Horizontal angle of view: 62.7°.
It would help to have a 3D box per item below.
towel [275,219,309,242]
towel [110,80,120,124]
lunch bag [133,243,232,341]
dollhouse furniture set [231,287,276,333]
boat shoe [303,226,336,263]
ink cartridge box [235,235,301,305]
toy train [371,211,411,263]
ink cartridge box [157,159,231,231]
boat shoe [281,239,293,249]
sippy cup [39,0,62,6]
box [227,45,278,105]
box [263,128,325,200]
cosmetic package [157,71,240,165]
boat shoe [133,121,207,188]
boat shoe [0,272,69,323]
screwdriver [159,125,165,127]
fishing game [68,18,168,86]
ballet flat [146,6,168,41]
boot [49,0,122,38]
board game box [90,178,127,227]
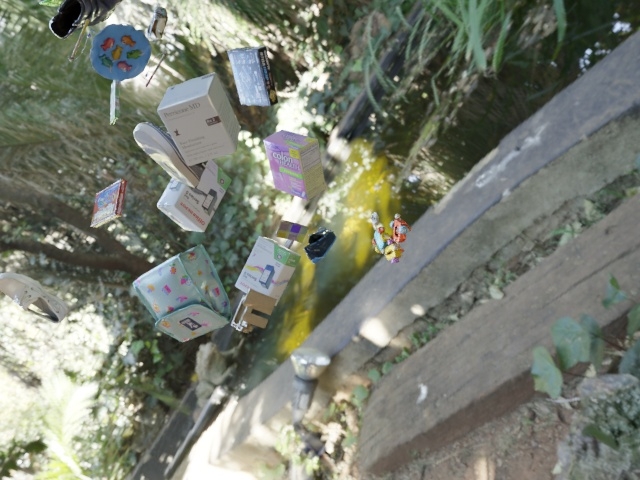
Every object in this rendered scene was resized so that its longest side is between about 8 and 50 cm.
[{"bbox_3d":[-0.079,-0.024,1.437,0.009,0.083,0.060,-100,30,-53],"label":"towel"},{"bbox_3d":[-0.746,-0.507,1.915,0.113,0.023,0.151,-4,85,61],"label":"towel"},{"bbox_3d":[-0.420,0.181,1.648,0.223,0.262,0.160,-26,4,25],"label":"lunch bag"},{"bbox_3d":[-0.263,0.231,1.781,0.151,0.123,0.144,13,78,46],"label":"dollhouse furniture set"},{"bbox_3d":[0.000,0.000,2.068,0.109,0.089,0.258,-41,7,18],"label":"boat shoe"},{"bbox_3d":[-0.194,0.114,1.935,0.212,0.154,0.093,-63,-27,4],"label":"ink cartridge box"},{"bbox_3d":[0.178,-0.014,1.284,0.166,0.046,0.125,-146,53,-67],"label":"toy train"},{"bbox_3d":[-0.516,-0.199,2.169,0.115,0.198,0.272,5,62,35],"label":"ink cartridge box"},{"bbox_3d":[-0.160,0.032,2.370,0.100,0.035,0.035,-58,-27,7],"label":"boat shoe"},{"bbox_3d":[-0.954,-0.981,1.802,0.224,0.240,0.305,-8,58,37],"label":"sippy cup"},{"bbox_3d":[-0.263,-0.639,2.055,0.175,0.220,0.051,14,38,39],"label":"box"},{"bbox_3d":[-0.107,-0.320,2.224,0.117,0.214,0.242,-36,-47,-32],"label":"box"},{"bbox_3d":[-0.330,-0.336,1.458,0.151,0.183,0.151,-15,39,10],"label":"cosmetic package"},{"bbox_3d":[-0.459,-0.313,1.678,0.158,0.127,0.340,-64,-17,-15],"label":"boat shoe"},{"bbox_3d":[-1.079,0.218,1.962,0.098,0.277,0.096,-52,20,11],"label":"boat shoe"},{"bbox_3d":[-0.536,-0.392,1.793,0.024,0.170,0.025,37,130,46],"label":"screwdriver"},{"bbox_3d":[-0.592,-0.557,1.574,0.189,0.264,0.041,-50,57,20],"label":"fishing game"},{"bbox_3d":[-0.401,-0.520,1.292,0.114,0.041,0.041,-42,21,52],"label":"ballet flat"},{"bbox_3d":[-0.677,-0.754,1.606,0.338,0.118,0.222,-37,20,35],"label":"boot"},{"bbox_3d":[-0.847,-0.144,2.095,0.281,0.027,0.145,-13,70,48],"label":"board game box"}]
